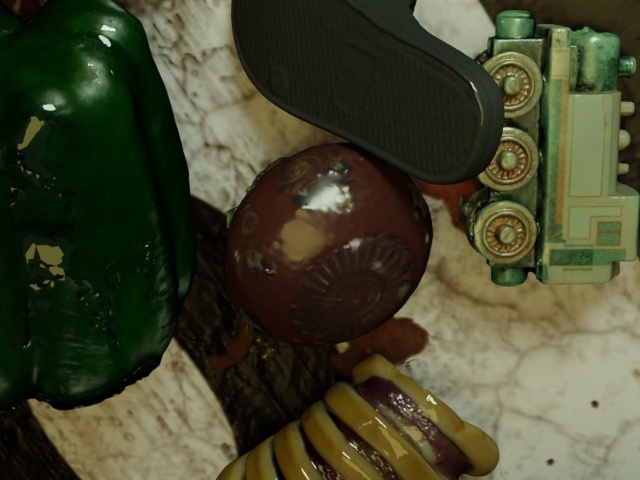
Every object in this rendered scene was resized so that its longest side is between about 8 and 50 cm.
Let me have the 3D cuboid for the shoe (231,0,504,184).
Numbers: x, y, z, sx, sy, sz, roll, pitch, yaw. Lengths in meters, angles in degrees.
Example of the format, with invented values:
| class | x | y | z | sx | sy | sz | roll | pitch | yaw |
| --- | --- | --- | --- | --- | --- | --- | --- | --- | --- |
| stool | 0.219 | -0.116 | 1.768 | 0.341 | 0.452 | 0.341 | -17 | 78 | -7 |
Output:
| class | x | y | z | sx | sy | sz | roll | pitch | yaw |
| --- | --- | --- | --- | --- | --- | --- | --- | --- | --- |
| shoe | 0.040 | -0.125 | 0.751 | 0.241 | 0.093 | 0.108 | 38 | 128 | 30 |

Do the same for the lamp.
| class | x | y | z | sx | sy | sz | roll | pitch | yaw |
| --- | --- | --- | --- | --- | --- | --- | --- | --- | --- |
| lamp | -0.001 | -0.003 | 0.781 | 0.157 | 0.135 | 0.156 | -21 | 137 | -10 |

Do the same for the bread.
| class | x | y | z | sx | sy | sz | roll | pitch | yaw |
| --- | --- | --- | --- | --- | --- | --- | --- | --- | --- |
| bread | 0.021 | 0.190 | 0.859 | 0.225 | 0.081 | 0.134 | -39 | 96 | 19 |

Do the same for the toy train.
| class | x | y | z | sx | sy | sz | roll | pitch | yaw |
| --- | --- | --- | --- | --- | --- | --- | --- | --- | --- |
| toy train | 0.161 | -0.063 | 0.763 | 0.125 | 0.081 | 0.194 | -1 | 105 | -1 |

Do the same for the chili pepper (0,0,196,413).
| class | x | y | z | sx | sy | sz | roll | pitch | yaw |
| --- | --- | --- | --- | --- | --- | --- | --- | --- | --- |
| chili pepper | -0.200 | -0.032 | 0.739 | 0.233 | 0.248 | 0.257 | -4 | 121 | -12 |
